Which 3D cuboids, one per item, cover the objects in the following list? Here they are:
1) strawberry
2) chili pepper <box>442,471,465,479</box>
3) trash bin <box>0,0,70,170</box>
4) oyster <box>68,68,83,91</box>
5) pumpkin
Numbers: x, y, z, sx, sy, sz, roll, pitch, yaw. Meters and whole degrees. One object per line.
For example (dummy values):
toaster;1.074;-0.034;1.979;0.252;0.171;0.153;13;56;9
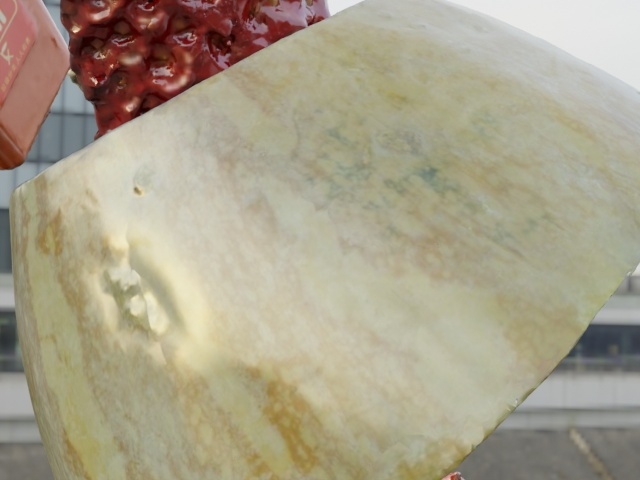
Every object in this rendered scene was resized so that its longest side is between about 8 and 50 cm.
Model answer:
strawberry;-0.054;-0.132;0.742;0.111;0.190;0.236;8;-19;15
chili pepper;0.120;0.285;1.430;0.059;0.050;0.191;-1;-44;-7
trash bin;-0.291;-0.158;0.949;0.185;0.161;0.238;4;-33;26
oyster;-0.188;-0.170;1.509;0.103;0.051;0.148;-13;-23;30
pumpkin;-0.014;-0.008;0.421;0.217;0.110;0.217;-39;11;9
